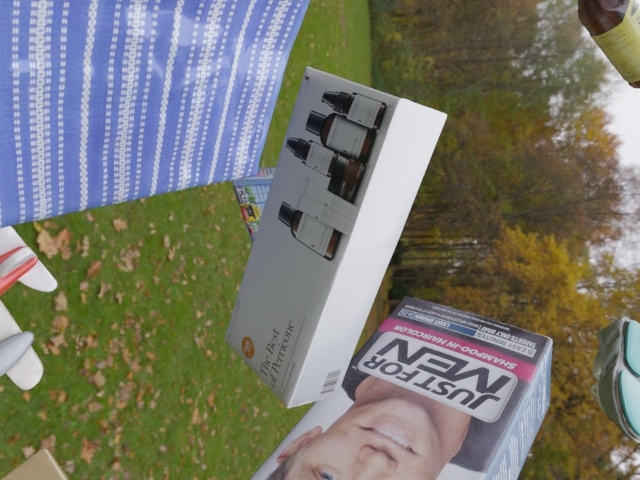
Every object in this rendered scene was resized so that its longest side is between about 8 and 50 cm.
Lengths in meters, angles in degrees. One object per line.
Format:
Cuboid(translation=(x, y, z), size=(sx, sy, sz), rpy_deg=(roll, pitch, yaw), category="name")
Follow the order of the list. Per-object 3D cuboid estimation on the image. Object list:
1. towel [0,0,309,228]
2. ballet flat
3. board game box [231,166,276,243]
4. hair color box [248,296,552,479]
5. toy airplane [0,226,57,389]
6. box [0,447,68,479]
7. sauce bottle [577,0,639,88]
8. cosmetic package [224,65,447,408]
Cuboid(translation=(-0.155, -0.126, 0.442), size=(0.336, 0.040, 0.243), rpy_deg=(-20, 143, -44), category="towel")
Cuboid(translation=(0.392, 0.186, 0.672), size=(0.068, 0.072, 0.213), rpy_deg=(-44, -178, 42), category="ballet flat")
Cuboid(translation=(-0.021, -0.043, 0.815), size=(0.060, 0.194, 0.194), rpy_deg=(-108, -177, -60), category="board game box")
Cuboid(translation=(0.074, 0.209, 0.475), size=(0.347, 0.174, 0.105), rpy_deg=(-42, 131, -38), category="hair color box")
Cuboid(translation=(-0.799, 0.133, 1.123), size=(0.272, 0.386, 0.384), rpy_deg=(-148, -113, -82), category="toy airplane")
Cuboid(translation=(-0.369, 0.399, 0.644), size=(0.201, 0.164, 0.021), rpy_deg=(49, -22, 11), category="box")
Cuboid(translation=(0.246, -0.183, 0.427), size=(0.128, 0.042, 0.042), rpy_deg=(38, 32, -21), category="sauce bottle")
Cuboid(translation=(0.000, 0.000, 0.396), size=(0.060, 0.099, 0.239), rpy_deg=(2, 114, -43), category="cosmetic package")
